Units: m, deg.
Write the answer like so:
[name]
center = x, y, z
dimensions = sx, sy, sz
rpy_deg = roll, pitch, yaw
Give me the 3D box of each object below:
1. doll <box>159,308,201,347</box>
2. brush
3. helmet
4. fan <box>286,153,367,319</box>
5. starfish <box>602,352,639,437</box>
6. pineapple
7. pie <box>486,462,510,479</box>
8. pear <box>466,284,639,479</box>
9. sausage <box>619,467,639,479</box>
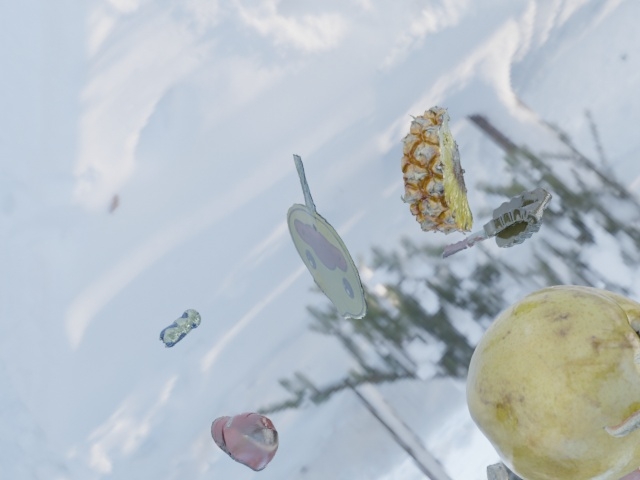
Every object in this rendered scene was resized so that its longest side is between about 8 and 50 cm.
[doll]
center = -0.245, 0.153, 1.921
dimensions = 0.027, 0.037, 0.125
rpy_deg = -35, -175, 31
[brush]
center = 0.315, -0.015, 2.019
dimensions = 0.084, 0.071, 0.301
rpy_deg = -56, -168, -32
[helmet]
center = -0.081, 0.226, 1.282
dimensions = 0.049, 0.084, 0.065
rpy_deg = -45, -161, 33
[fan]
center = -0.001, 0.000, 1.822
dimensions = 0.011, 0.229, 0.335
rpy_deg = -29, 124, -20
[starfish]
center = 0.439, 0.143, 1.223
dimensions = 0.247, 0.050, 0.138
rpy_deg = -13, 134, -19
[pineapple]
center = 0.181, -0.095, 1.785
dimensions = 0.135, 0.079, 0.233
rpy_deg = -46, 126, -59
[pie]
center = 0.385, 0.559, 2.270
dimensions = 0.046, 0.195, 0.195
rpy_deg = -15, 159, 2
[pear]
center = 0.372, 0.212, 1.616
dimensions = 0.314, 0.314, 0.314
rpy_deg = -41, 160, -18
[sausage]
center = 0.520, 0.486, 2.051
dimensions = 0.258, 0.133, 0.133
rpy_deg = -61, 159, 7
